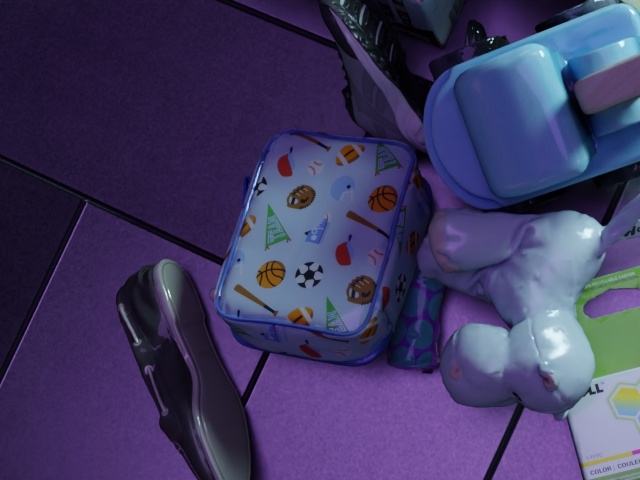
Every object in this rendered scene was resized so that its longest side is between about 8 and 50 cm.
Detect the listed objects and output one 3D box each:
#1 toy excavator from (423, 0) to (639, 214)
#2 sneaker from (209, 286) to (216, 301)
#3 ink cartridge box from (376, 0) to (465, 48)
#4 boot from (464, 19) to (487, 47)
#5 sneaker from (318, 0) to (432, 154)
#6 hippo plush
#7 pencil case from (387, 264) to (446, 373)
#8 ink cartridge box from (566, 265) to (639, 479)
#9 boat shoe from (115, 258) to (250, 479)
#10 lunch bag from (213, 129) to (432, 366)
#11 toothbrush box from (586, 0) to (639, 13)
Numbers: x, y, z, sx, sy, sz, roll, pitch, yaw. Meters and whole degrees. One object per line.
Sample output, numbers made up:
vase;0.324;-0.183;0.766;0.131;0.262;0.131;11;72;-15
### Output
toy excavator;0.297;-0.155;1.467;0.433;0.445;0.222;-19;93;21
sneaker;-0.075;0.082;1.764;0.152;0.054;0.061;0;85;12
ink cartridge box;0.025;-0.389;1.697;0.310;0.272;0.130;24;88;15
boot;0.238;-0.228;1.742;0.099;0.045;0.121;2;90;15
sneaker;0.063;-0.201;1.685;0.108;0.271;0.100;-14;39;28
hippo plush;0.256;0.095;1.582;0.294;0.234;0.236;-3;73;17
pencil case;0.132;0.093;1.710;0.070;0.064;0.151;7;83;26
ink cartridge box;0.382;0.160;1.627;0.189;0.097;0.255;-16;79;11
boat shoe;-0.182;0.190;1.753;0.096;0.112;0.335;-28;71;25
lunch bag;0.000;0.000;1.693;0.243;0.115;0.303;7;63;23
toothbrush box;0.447;-0.357;1.675;0.283;0.122;0.206;43;92;16
